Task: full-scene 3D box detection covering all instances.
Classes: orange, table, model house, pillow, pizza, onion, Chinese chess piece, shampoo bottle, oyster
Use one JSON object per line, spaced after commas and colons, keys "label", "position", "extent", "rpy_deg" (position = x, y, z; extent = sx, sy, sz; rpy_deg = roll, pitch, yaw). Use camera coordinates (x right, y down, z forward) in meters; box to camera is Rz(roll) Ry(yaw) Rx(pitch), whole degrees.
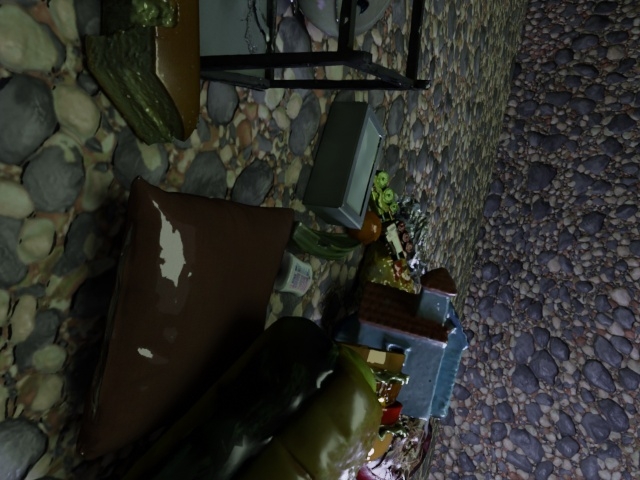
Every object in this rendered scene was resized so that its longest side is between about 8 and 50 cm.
{"label": "orange", "position": [0.103, -0.031, 1.078], "extent": [0.083, 0.083, 0.084], "rpy_deg": [-30, 125, -55]}
{"label": "table", "position": [-0.012, -0.361, 0.543], "extent": [0.222, 0.272, 0.335], "rpy_deg": [-18, 115, -59]}
{"label": "model house", "position": [0.190, 0.192, 1.056], "extent": [0.251, 0.294, 0.330], "rpy_deg": [-39, 141, -73]}
{"label": "pillow", "position": [-0.152, 0.086, 0.603], "extent": [0.305, 0.108, 0.308], "rpy_deg": [2, 103, -63]}
{"label": "pizza", "position": [0.180, 0.053, 1.226], "extent": [0.279, 0.075, 0.288], "rpy_deg": [-8, 98, -48]}
{"label": "onion", "position": [0.154, 0.478, 1.212], "extent": [0.313, 0.232, 0.314], "rpy_deg": [1, 88, -38]}
{"label": "Chinese chess piece", "position": [0.055, -0.448, 0.749], "extent": [0.238, 0.092, 0.238], "rpy_deg": [-47, 164, -18]}
{"label": "shampoo bottle", "position": [-0.051, 0.066, 0.860], "extent": [0.099, 0.043, 0.072], "rpy_deg": [32, 72, -61]}
{"label": "oyster", "position": [0.266, -0.001, 1.343], "extent": [0.087, 0.199, 0.252], "rpy_deg": [-16, 142, -14]}

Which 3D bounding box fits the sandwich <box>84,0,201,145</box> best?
{"label": "sandwich", "position": [-0.178, -0.222, 0.473], "extent": [0.088, 0.090, 0.245], "rpy_deg": [-17, 114, -62]}

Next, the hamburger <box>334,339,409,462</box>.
{"label": "hamburger", "position": [0.025, 0.291, 0.843], "extent": [0.274, 0.274, 0.212], "rpy_deg": [30, 68, -61]}

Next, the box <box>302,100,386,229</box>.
{"label": "box", "position": [0.057, -0.152, 0.943], "extent": [0.129, 0.086, 0.225], "rpy_deg": [34, 68, -60]}

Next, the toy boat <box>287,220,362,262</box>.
{"label": "toy boat", "position": [0.000, 0.000, 0.887], "extent": [0.055, 0.093, 0.293], "rpy_deg": [-62, 153, 6]}

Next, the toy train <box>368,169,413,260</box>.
{"label": "toy train", "position": [0.165, -0.057, 1.135], "extent": [0.085, 0.053, 0.250], "rpy_deg": [-37, 117, -25]}

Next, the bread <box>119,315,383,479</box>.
{"label": "bread", "position": [-0.077, 0.278, 0.576], "extent": [0.376, 0.208, 0.251], "rpy_deg": [-48, 165, -17]}
